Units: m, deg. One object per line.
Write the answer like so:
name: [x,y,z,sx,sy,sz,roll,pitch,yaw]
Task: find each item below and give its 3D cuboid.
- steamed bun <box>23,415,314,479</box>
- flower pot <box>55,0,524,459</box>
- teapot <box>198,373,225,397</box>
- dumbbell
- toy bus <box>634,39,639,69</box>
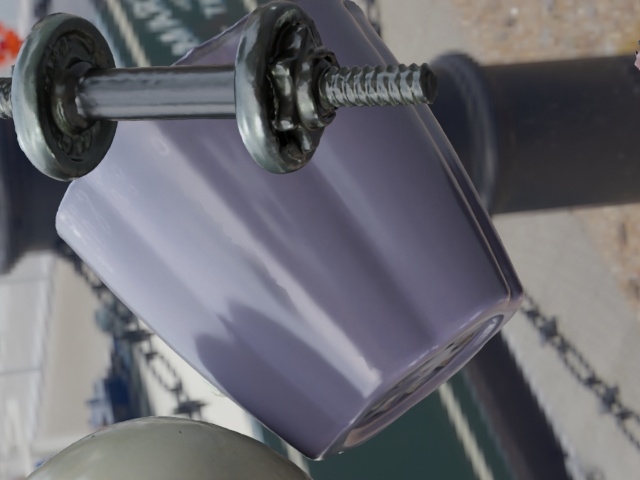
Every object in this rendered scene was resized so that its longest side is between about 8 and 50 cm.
steamed bun: [-0.072,0.261,1.011,0.206,0.324,0.324,-26,65,22]
flower pot: [0.000,0.000,1.090,0.243,0.265,0.265,48,148,14]
teapot: [-0.061,0.097,1.511,0.077,0.107,0.200,61,149,0]
dumbbell: [-0.069,-0.068,0.746,0.081,0.254,0.081,0,-90,-67]
toy bus: [0.251,-0.158,0.792,0.096,0.073,0.235,47,123,17]
